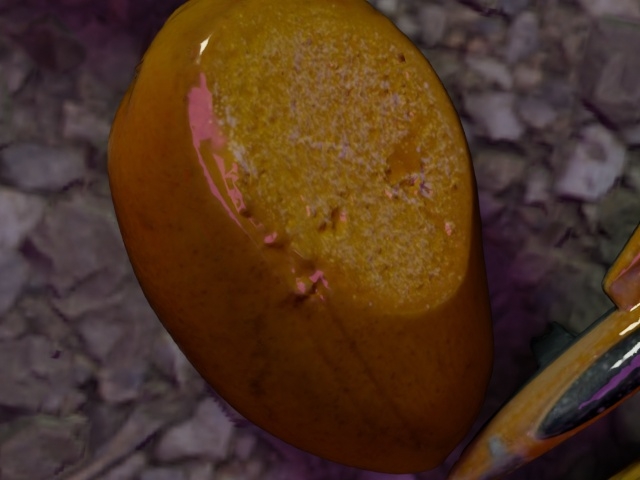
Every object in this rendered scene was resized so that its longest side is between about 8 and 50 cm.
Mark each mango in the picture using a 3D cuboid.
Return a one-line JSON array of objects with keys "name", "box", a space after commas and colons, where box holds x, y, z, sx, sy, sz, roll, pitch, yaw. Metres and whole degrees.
[{"name": "mango", "box": [-0.002, -0.001, 0.762, 0.141, 0.102, 0.217, -33, 105, -16]}]

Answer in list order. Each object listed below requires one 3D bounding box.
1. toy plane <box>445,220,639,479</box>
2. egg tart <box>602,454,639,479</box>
[{"name": "toy plane", "box": [0.176, 0.001, 0.775, 0.316, 0.103, 0.204, -38, 101, 13]}, {"name": "egg tart", "box": [0.146, 0.184, 0.769, 0.215, 0.215, 0.171, 45, 85, -12]}]
